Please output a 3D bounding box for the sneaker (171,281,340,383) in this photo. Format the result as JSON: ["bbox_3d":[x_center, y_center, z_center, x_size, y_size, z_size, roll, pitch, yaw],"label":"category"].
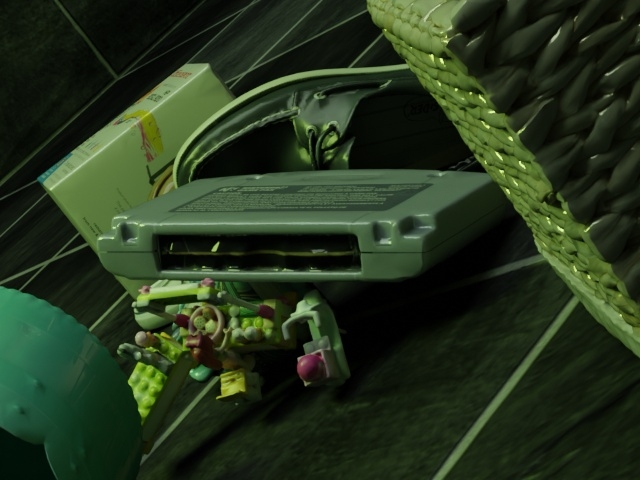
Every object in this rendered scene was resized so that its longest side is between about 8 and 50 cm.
[{"bbox_3d":[-0.092,0.060,1.760,0.122,0.110,0.283,-44,14,-11],"label":"sneaker"}]

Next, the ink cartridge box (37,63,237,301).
[{"bbox_3d":[-0.182,-0.073,2.302,0.233,0.168,0.171,-38,12,-6],"label":"ink cartridge box"}]

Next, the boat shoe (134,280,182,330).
[{"bbox_3d":[-0.115,0.008,2.058,0.226,0.076,0.083,-33,14,18],"label":"boat shoe"}]

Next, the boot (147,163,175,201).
[{"bbox_3d":[-0.035,-0.087,2.087,0.236,0.089,0.269,-33,10,-31],"label":"boot"}]

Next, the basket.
[{"bbox_3d":[0.238,-0.133,1.216,0.328,0.266,0.331,-38,12,2],"label":"basket"}]

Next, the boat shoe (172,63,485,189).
[{"bbox_3d":[0.037,-0.081,1.754,0.340,0.127,0.113,-10,23,-3],"label":"boat shoe"}]

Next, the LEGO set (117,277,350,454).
[{"bbox_3d":[-0.122,0.106,1.569,0.287,0.132,0.107,-30,-28,23],"label":"LEGO set"}]

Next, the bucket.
[{"bbox_3d":[-0.274,0.179,1.495,0.281,0.281,0.183,-31,13,26],"label":"bucket"}]

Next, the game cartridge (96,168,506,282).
[{"bbox_3d":[-0.009,-0.015,1.614,0.294,0.060,0.196,0,18,28],"label":"game cartridge"}]
